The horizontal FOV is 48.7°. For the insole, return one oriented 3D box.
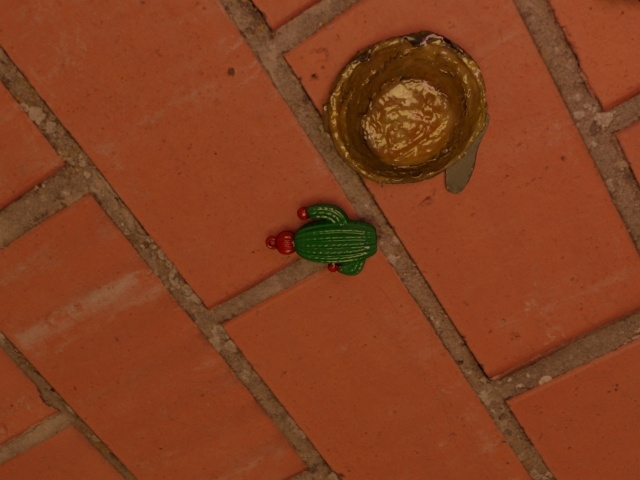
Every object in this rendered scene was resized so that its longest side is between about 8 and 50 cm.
[{"bbox_3d":[0.312,-0.190,1.523,0.063,0.010,0.192,15,113,-5],"label":"insole"}]

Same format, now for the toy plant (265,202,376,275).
[{"bbox_3d":[0.010,-0.009,1.579,0.240,0.088,0.154,21,115,-2],"label":"toy plant"}]

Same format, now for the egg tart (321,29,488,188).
[{"bbox_3d":[0.175,-0.253,1.433,0.341,0.132,0.341,2,115,5],"label":"egg tart"}]
